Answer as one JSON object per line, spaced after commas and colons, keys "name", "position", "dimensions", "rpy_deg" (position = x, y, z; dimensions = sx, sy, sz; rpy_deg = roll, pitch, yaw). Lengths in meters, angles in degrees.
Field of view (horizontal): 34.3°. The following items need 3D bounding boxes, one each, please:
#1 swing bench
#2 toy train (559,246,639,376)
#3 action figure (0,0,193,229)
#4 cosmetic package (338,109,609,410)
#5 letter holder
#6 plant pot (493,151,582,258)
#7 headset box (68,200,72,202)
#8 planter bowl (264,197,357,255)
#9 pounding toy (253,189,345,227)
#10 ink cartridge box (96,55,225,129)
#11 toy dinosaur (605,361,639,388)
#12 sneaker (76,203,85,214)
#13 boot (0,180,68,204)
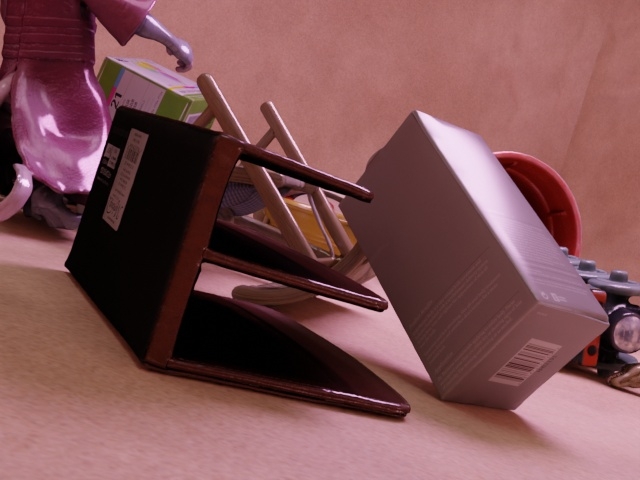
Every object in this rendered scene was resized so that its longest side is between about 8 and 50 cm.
{"name": "swing bench", "position": [-0.050, -0.029, 1.144], "dimensions": [0.254, 0.165, 0.253], "rpy_deg": [43, 8, 10]}
{"name": "toy train", "position": [0.301, 0.090, 1.402], "dimensions": [0.190, 0.142, 0.334], "rpy_deg": [4, 8, -12]}
{"name": "action figure", "position": [-0.305, -0.205, 1.115], "dimensions": [0.248, 0.370, 0.275], "rpy_deg": [6, 6, 30]}
{"name": "cosmetic package", "position": [0.123, 0.014, 0.898], "dimensions": [0.107, 0.127, 0.238], "rpy_deg": [15, 38, -37]}
{"name": "letter holder", "position": [-0.050, 0.008, 0.803], "dimensions": [0.214, 0.152, 0.302], "rpy_deg": [17, 3, -24]}
{"name": "plant pot", "position": [0.264, -0.006, 1.788], "dimensions": [0.272, 0.273, 0.265], "rpy_deg": [16, -5, -16]}
{"name": "headset box", "position": [-0.454, -0.152, 1.464], "dimensions": [0.283, 0.131, 0.246], "rpy_deg": [21, 6, 39]}
{"name": "planter bowl", "position": [0.000, 0.000, 1.591], "dimensions": [0.217, 0.090, 0.217], "rpy_deg": [16, 4, -1]}
{"name": "pounding toy", "position": [0.001, -0.001, 1.792], "dimensions": [0.269, 0.155, 0.154], "rpy_deg": [5, 38, -28]}
{"name": "ink cartridge box", "position": [-0.281, -0.209, 1.417], "dimensions": [0.255, 0.097, 0.189], "rpy_deg": [28, 11, 3]}
{"name": "toy dinosaur", "position": [0.477, 0.189, 1.214], "dimensions": [0.268, 0.064, 0.118], "rpy_deg": [21, -2, 8]}
{"name": "sneaker", "position": [-0.240, -0.086, 1.310], "dimensions": [0.094, 0.151, 0.256], "rpy_deg": [14, 3, -22]}
{"name": "boot", "position": [-0.373, -0.067, 1.288], "dimensions": [0.118, 0.042, 0.087], "rpy_deg": [19, 6, 34]}
